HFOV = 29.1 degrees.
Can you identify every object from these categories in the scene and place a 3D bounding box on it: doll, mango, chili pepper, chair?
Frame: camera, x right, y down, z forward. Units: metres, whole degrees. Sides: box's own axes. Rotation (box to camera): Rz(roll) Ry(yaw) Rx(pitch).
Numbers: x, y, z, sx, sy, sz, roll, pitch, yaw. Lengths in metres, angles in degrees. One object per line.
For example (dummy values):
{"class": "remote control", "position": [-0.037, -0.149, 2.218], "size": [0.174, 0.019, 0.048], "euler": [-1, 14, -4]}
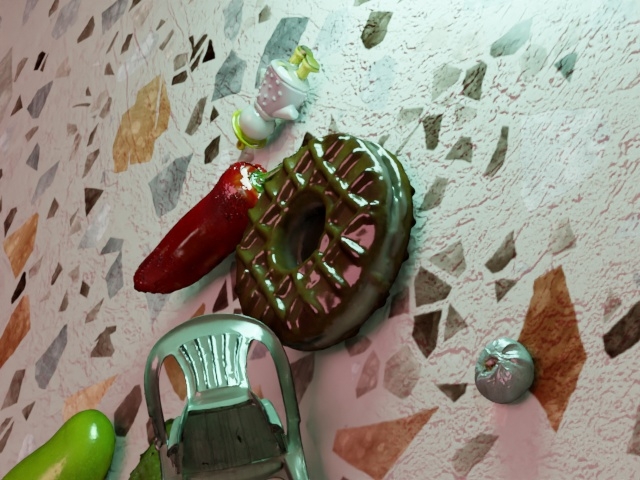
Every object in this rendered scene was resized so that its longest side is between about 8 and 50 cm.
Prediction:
{"class": "doll", "position": [-0.079, -0.226, 2.018], "size": [0.207, 0.081, 0.129], "euler": [-50, 49, 25]}
{"class": "mango", "position": [-0.448, 0.413, 2.065], "size": [0.293, 0.143, 0.175], "euler": [-51, 29, 2]}
{"class": "chili pepper", "position": [-0.166, -0.026, 1.983], "size": [0.387, 0.110, 0.110], "euler": [-41, 41, 27]}
{"class": "chair", "position": [-0.123, 0.236, 1.606], "size": [0.274, 0.203, 0.190], "euler": [-116, 16, -68]}

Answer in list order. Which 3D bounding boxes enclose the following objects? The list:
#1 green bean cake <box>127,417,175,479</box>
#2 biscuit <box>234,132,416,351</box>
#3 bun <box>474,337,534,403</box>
{"class": "green bean cake", "position": [-0.206, 0.385, 1.777], "size": [0.214, 0.113, 0.200], "euler": [-56, 33, 12]}
{"class": "biscuit", "position": [0.000, 0.000, 1.754], "size": [0.332, 0.103, 0.332], "euler": [-29, 49, 40]}
{"class": "bun", "position": [0.210, 0.150, 1.432], "size": [0.083, 0.045, 0.083], "euler": [-30, 44, 34]}
